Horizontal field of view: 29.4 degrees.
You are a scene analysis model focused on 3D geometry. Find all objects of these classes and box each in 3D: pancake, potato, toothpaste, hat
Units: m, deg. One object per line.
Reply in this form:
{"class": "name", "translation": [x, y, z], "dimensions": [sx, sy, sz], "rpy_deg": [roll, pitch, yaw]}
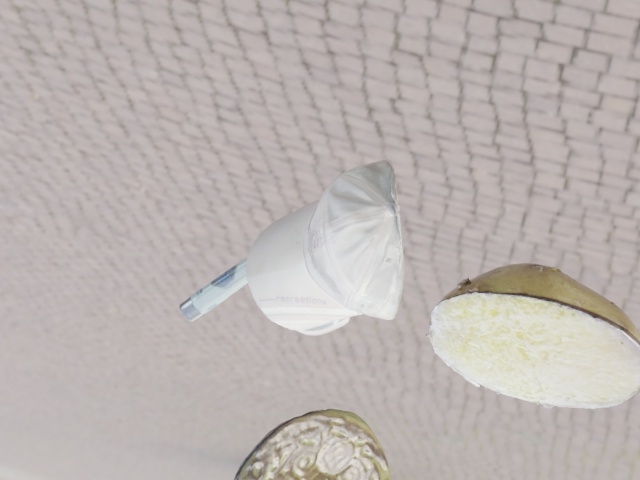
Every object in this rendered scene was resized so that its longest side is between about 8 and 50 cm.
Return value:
{"class": "pancake", "translation": [-0.008, 0.334, 1.566], "dimensions": [0.250, 0.250, 0.031], "rpy_deg": [28, 171, -29]}
{"class": "potato", "translation": [0.302, 0.121, 1.661], "dimensions": [0.299, 0.116, 0.239], "rpy_deg": [12, 136, 16]}
{"class": "toothpaste", "translation": [-0.132, 0.056, 2.036], "dimensions": [0.039, 0.239, 0.062], "rpy_deg": [52, -171, -19]}
{"class": "hat", "translation": [0.000, 0.000, 1.569], "dimensions": [0.226, 0.219, 0.164], "rpy_deg": [-10, 157, 8]}
